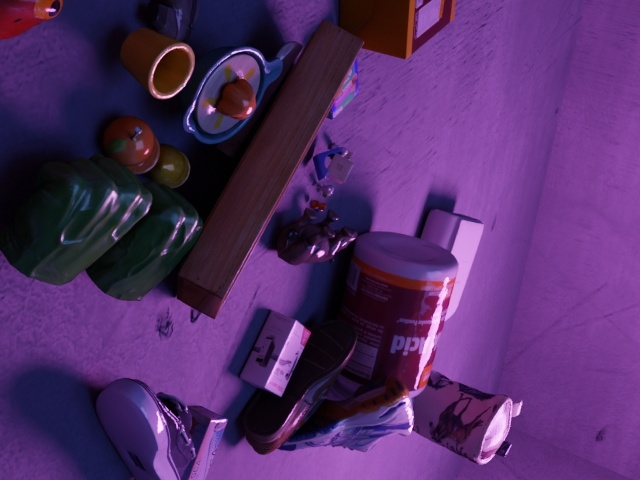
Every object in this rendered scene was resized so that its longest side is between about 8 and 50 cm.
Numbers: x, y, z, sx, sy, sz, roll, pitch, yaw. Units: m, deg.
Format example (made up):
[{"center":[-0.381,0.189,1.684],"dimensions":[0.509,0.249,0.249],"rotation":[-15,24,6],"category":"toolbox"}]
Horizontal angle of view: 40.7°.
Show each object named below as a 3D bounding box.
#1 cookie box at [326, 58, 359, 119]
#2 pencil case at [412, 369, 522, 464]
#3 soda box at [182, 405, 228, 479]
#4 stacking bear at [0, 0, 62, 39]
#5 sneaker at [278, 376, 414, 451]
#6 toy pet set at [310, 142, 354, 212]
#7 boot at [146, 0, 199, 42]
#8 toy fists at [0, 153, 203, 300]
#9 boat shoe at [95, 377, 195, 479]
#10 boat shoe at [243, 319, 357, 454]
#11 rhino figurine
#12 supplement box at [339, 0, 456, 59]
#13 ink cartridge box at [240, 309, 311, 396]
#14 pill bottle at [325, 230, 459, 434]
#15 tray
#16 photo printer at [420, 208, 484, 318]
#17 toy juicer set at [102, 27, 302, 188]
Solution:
[{"center":[0.025,-0.273,1.443],"dimensions":[0.092,0.040,0.107],"rotation":[-50,149,-35],"category":"cookie box"},{"center":[0.255,0.372,2.026],"dimensions":[0.183,0.410,0.160],"rotation":[-18,119,-45],"category":"pencil case"},{"center":[-0.219,0.366,1.411],"dimensions":[0.063,0.058,0.183],"rotation":[22,89,-66],"category":"soda box"},{"center":[-0.241,-0.305,0.718],"dimensions":[0.289,0.164,0.175],"rotation":[-63,-178,12],"category":"stacking bear"},{"center":[0.046,0.381,1.721],"dimensions":[0.112,0.296,0.131],"rotation":[-96,168,-61],"category":"sneaker"},{"center":[0.007,-0.122,1.531],"dimensions":[0.122,0.065,0.114],"rotation":[-63,-170,-8],"category":"toy pet set"},{"center":[-0.170,-0.293,1.025],"dimensions":[0.087,0.042,0.118],"rotation":[-2,111,-71],"category":"boot"},{"center":[-0.237,-0.019,0.992],"dimensions":[0.142,0.096,0.279],"rotation":[-41,157,8],"category":"toy fists"},{"center":[-0.235,0.267,1.242],"dimensions":[0.102,0.108,0.301],"rotation":[-53,154,-32],"category":"boat shoe"},{"center":[-0.040,0.282,1.682],"dimensions":[0.307,0.110,0.104],"rotation":[-43,150,-28],"category":"boat shoe"},{"center":[0.000,0.000,1.554],"dimensions":[0.106,0.073,0.243],"rotation":[-41,163,18],"category":"rhino figurine"},{"center":[0.135,-0.438,1.437],"dimensions":[0.194,0.129,0.191],"rotation":[-45,146,-43],"category":"supplement box"},{"center":[-0.081,0.209,1.581],"dimensions":[0.135,0.056,0.099],"rotation":[-65,157,-11],"category":"ink cartridge box"},{"center":[0.140,0.198,1.832],"dimensions":[0.224,0.224,0.392],"rotation":[-20,126,-60],"category":"pill bottle"},{"center":[-0.078,-0.096,1.234],"dimensions":[0.411,0.076,0.203],"rotation":[-61,-177,-16],"category":"tray"},{"center":[0.315,0.078,2.252],"dimensions":[0.256,0.107,0.308],"rotation":[6,103,-65],"category":"photo printer"},{"center":[-0.133,-0.154,1.096],"dimensions":[0.329,0.089,0.209],"rotation":[-15,134,-57],"category":"toy juicer set"}]
